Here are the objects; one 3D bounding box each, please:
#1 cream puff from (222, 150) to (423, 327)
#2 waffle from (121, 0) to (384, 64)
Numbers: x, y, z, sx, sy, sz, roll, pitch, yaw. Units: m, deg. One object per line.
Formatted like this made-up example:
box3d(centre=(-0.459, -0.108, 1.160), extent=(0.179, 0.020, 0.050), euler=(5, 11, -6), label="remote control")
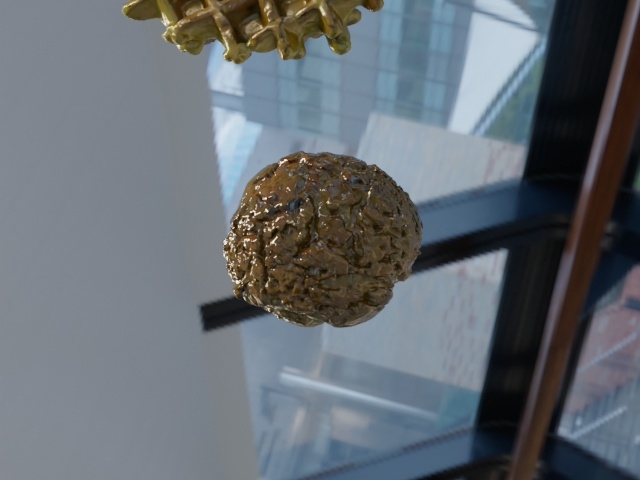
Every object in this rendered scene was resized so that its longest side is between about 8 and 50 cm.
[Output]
box3d(centre=(0.000, 0.000, 0.939), extent=(0.150, 0.165, 0.115), euler=(62, -179, 8), label="cream puff")
box3d(centre=(-0.055, -0.274, 1.051), extent=(0.069, 0.292, 0.260), euler=(58, -133, -67), label="waffle")
